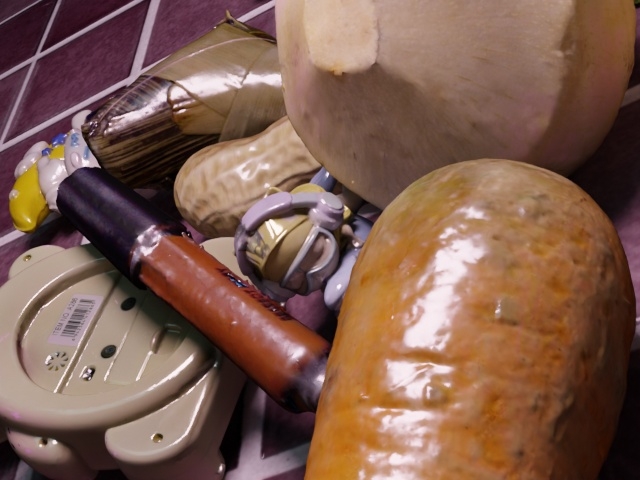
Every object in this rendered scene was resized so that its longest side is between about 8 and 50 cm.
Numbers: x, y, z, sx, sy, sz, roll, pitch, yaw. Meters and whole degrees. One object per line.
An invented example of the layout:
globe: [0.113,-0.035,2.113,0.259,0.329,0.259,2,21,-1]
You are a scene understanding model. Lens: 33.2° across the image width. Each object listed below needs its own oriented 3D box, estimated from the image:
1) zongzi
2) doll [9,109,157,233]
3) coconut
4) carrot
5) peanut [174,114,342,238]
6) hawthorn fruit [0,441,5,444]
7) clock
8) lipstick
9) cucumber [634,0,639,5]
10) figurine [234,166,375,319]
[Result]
zongzi: [-0.107,-0.145,1.311,0.289,0.154,0.317,-40,37,-23]
doll: [-0.335,-0.104,1.525,0.237,0.111,0.252,-21,32,6]
coconut: [0.120,-0.192,1.012,0.352,0.352,0.352,-24,36,19]
carrot: [0.107,0.109,0.778,0.224,0.224,0.340,-9,43,35]
peanut: [-0.036,-0.076,1.219,0.298,0.120,0.136,-20,62,23]
hawthorn fruit: [-0.387,0.154,1.244,0.173,0.173,0.179,-10,19,35]
clock: [-0.214,0.115,1.099,0.309,0.114,0.284,3,50,21]
lipstick: [-0.120,0.040,1.004,0.077,0.077,0.418,-46,50,-12]
cucumber: [0.374,-0.354,1.216,0.078,0.062,0.211,7,54,47]
figurine: [0.000,0.000,1.045,0.128,0.184,0.208,-58,27,22]
